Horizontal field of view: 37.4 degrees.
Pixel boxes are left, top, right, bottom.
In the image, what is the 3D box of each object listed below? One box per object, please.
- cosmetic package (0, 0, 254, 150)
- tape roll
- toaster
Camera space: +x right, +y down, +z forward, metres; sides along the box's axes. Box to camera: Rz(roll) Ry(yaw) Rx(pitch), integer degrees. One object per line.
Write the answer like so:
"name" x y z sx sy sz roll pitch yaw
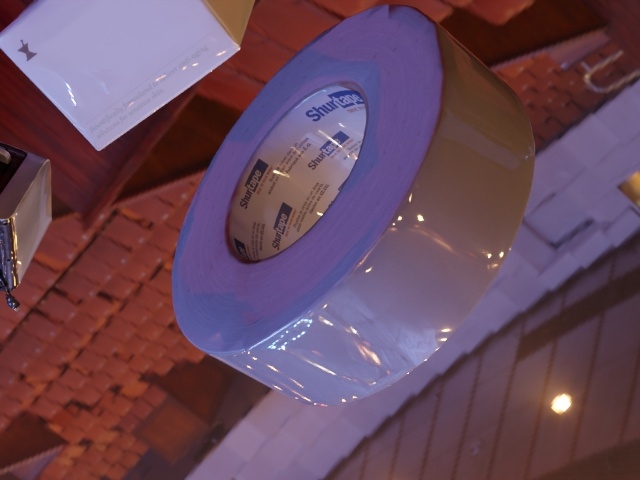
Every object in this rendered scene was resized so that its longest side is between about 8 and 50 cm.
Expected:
"cosmetic package" -0.185 -0.275 1.036 0.197 0.155 0.365 -31 -154 20
"tape roll" 0.010 -0.022 0.532 0.219 0.072 0.219 -37 -144 32
"toaster" -0.382 -0.036 1.012 0.186 0.168 0.110 111 -1 -55
